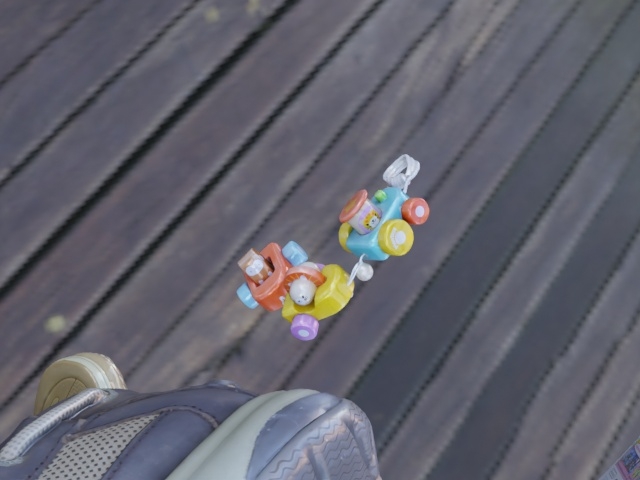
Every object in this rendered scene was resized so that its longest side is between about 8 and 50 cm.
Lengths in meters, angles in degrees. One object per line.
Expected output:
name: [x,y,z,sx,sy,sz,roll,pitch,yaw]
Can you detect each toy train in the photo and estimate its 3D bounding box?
toy train: [0.000,0.000,1.360,0.046,0.166,0.125,40,18,-29]

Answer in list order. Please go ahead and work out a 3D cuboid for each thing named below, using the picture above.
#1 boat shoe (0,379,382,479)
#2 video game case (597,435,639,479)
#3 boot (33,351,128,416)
boat shoe: [-0.115,0.153,0.549,0.355,0.130,0.132,-35,127,-48]
video game case: [0.288,0.215,1.689,0.023,0.193,0.212,42,6,-2]
boot: [-0.107,0.173,1.492,0.203,0.095,0.262,-33,115,-42]
